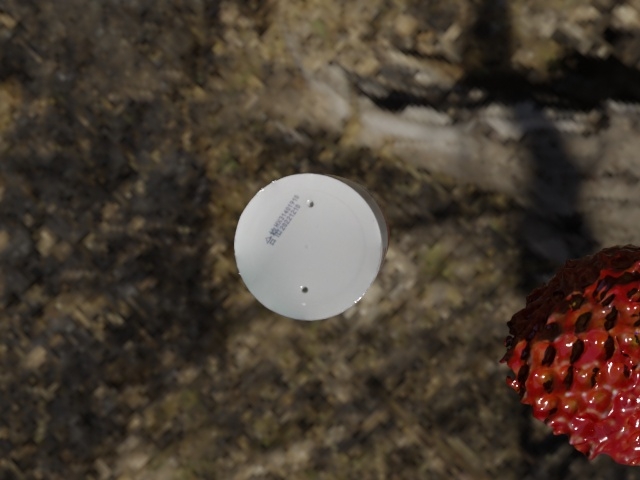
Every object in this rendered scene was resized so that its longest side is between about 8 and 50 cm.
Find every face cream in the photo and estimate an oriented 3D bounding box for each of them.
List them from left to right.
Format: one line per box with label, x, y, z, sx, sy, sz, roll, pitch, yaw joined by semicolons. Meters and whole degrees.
face cream;0.000;0.000;1.085;0.096;0.096;0.214;-48;178;5

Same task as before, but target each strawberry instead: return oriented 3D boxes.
strawberry;0.317;0.095;1.516;0.234;0.234;0.178;-28;162;-38
